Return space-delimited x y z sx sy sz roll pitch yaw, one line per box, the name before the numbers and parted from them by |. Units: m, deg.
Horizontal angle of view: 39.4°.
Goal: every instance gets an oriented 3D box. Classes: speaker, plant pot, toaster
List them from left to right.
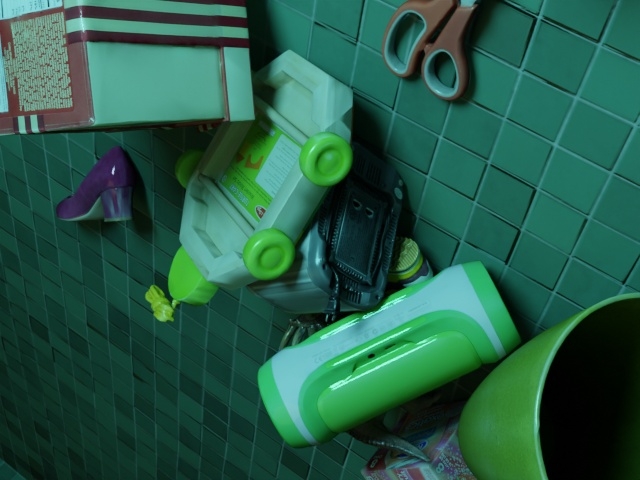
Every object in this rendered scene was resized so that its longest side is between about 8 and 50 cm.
toaster | 0.000 0.000 1.060 0.129 0.227 0.146 29 152 -36
speaker | 0.079 0.136 1.058 0.296 0.131 0.131 -27 108 7
plant pot | 0.281 0.216 0.989 0.275 0.275 0.293 49 158 -3

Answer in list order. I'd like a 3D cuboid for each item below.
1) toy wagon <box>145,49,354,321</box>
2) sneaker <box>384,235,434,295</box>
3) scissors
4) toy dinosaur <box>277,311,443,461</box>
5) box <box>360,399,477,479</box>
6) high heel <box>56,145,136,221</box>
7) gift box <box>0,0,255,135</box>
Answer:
toy wagon | -0.092 -0.052 1.040 0.068 0.344 0.267 23 -167 -35
sneaker | 0.065 0.032 1.151 0.185 0.069 0.084 17 152 47
scissors | 0.133 -0.242 0.853 0.109 0.021 0.297 42 151 11
toy dinosaur | 0.039 0.177 1.184 0.200 0.296 0.127 23 125 -34
box | 0.218 0.386 1.260 0.154 0.142 0.300 -22 107 51
high heel | -0.375 -0.090 1.468 0.244 0.082 0.117 3 97 57
gift box | -0.238 -0.244 0.999 0.276 0.258 0.255 8 103 40
